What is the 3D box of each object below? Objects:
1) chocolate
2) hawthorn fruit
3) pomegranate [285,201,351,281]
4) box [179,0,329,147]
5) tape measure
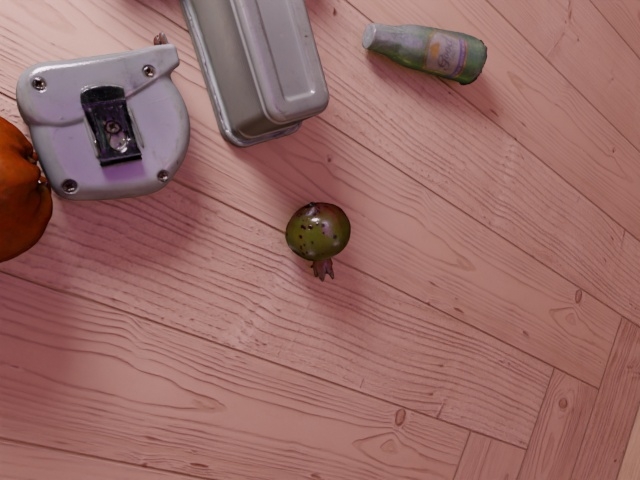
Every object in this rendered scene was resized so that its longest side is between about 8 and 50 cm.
[{"bbox_3d":[0.226,-0.420,1.102,0.291,0.110,0.110,1,93,-27],"label":"chocolate"},{"bbox_3d":[-0.502,-0.061,0.662,0.261,0.224,0.224,-15,101,-16],"label":"hawthorn fruit"},{"bbox_3d":[0.005,-0.005,1.000,0.129,0.129,0.159,-49,134,-17],"label":"pomegranate"},{"bbox_3d":[-0.104,-0.333,0.874,0.175,0.182,0.311,-22,105,-26],"label":"box"},{"bbox_3d":[-0.325,-0.187,0.793,0.243,0.125,0.246,-22,104,-27],"label":"tape measure"}]
